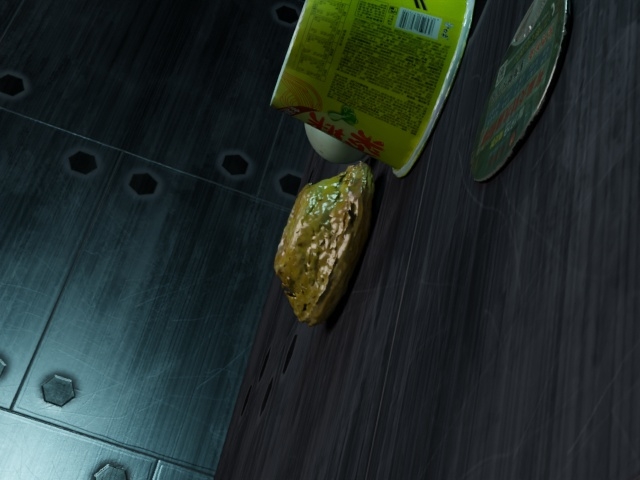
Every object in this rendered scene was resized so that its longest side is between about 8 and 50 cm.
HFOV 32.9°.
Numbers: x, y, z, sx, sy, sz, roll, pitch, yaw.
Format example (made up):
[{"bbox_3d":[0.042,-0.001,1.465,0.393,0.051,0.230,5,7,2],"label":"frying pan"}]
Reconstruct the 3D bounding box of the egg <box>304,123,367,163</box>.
[{"bbox_3d":[0.044,-0.225,2.003,0.149,0.149,0.192,115,162,-45],"label":"egg"}]

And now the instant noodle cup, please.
[{"bbox_3d":[0.067,-0.269,1.583,0.311,0.221,0.311,-160,90,-84],"label":"instant noodle cup"}]

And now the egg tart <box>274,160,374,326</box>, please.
[{"bbox_3d":[0.000,0.000,1.824,0.294,0.123,0.294,-162,90,-85],"label":"egg tart"}]

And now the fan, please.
[{"bbox_3d":[0.200,-0.178,1.094,0.294,0.012,0.223,-77,8,-48],"label":"fan"}]
